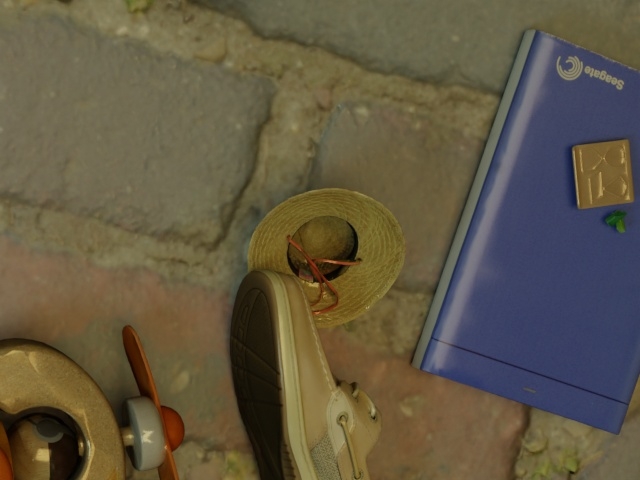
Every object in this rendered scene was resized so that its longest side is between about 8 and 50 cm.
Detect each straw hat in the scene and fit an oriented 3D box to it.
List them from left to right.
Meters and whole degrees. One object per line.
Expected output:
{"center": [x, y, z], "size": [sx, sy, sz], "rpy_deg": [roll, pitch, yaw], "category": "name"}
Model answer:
{"center": [0.000, 0.000, 1.654], "size": [0.144, 0.061, 0.144], "rpy_deg": [-3, 124, -4], "category": "straw hat"}

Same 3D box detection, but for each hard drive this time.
{"center": [0.229, -0.005, 1.747], "size": [0.210, 0.040, 0.319], "rpy_deg": [19, 89, -20], "category": "hard drive"}

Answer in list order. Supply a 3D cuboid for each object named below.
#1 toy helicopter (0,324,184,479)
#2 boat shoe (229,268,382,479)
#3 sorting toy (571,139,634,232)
{"center": [-0.182, 0.232, 1.581], "size": [0.235, 0.140, 0.355], "rpy_deg": [-37, 108, -17], "category": "toy helicopter"}
{"center": [-0.003, 0.160, 1.652], "size": [0.098, 0.109, 0.302], "rpy_deg": [-18, 107, -22], "category": "boat shoe"}
{"center": [0.253, -0.046, 1.721], "size": [0.062, 0.012, 0.083], "rpy_deg": [-8, 95, -23], "category": "sorting toy"}
